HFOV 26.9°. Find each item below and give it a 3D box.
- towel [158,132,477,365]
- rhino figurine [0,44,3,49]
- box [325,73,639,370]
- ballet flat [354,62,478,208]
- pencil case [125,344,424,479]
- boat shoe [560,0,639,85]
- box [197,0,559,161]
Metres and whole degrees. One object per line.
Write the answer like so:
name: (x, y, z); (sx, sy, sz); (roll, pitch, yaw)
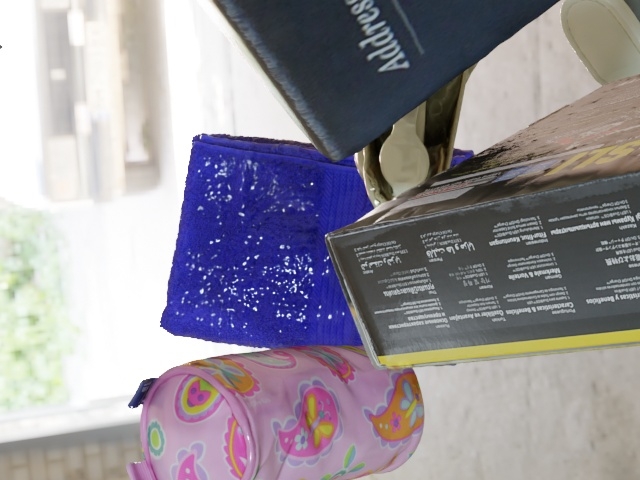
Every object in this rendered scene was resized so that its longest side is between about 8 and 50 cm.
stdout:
towel: (0.000, 0.000, 1.346); (0.076, 0.308, 0.228); (67, -151, -70)
rhino figurine: (-0.340, -0.110, 1.133); (0.073, 0.106, 0.243); (2, 68, 39)
box: (0.201, -0.036, 0.590); (0.322, 0.257, 0.079); (-12, 104, 47)
ballet flat: (0.061, -0.111, 0.818); (0.086, 0.086, 0.248); (-118, 23, -46)
pencil case: (-0.028, 0.149, 1.083); (0.124, 0.284, 0.124); (1, 91, 34)
boat shoe: (0.380, -0.162, 1.459); (0.116, 0.099, 0.319); (-12, 121, 51)
box: (0.042, -0.357, 0.400); (0.297, 0.471, 0.480); (53, -179, 35)
